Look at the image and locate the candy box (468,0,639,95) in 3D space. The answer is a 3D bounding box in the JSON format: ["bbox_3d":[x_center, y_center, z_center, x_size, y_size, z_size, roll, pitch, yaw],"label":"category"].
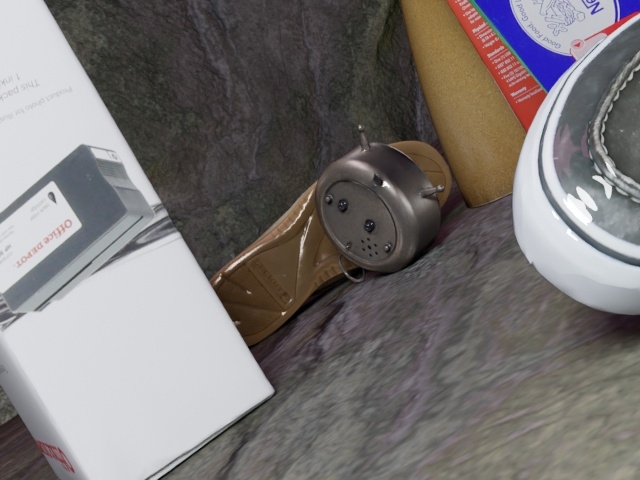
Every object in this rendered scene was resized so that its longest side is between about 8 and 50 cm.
[{"bbox_3d":[0.185,-0.238,0.661,0.122,0.268,0.317,-26,38,33],"label":"candy box"}]

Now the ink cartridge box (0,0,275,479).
[{"bbox_3d":[-0.241,0.013,0.819,0.166,0.395,0.285,-31,4,-23],"label":"ink cartridge box"}]

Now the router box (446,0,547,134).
[{"bbox_3d":[0.275,-0.267,0.938,0.335,0.301,0.082,-34,4,-35],"label":"router box"}]

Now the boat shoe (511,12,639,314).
[{"bbox_3d":[0.215,-0.099,0.408,0.335,0.121,0.119,-37,-18,-23],"label":"boat shoe"}]

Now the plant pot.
[{"bbox_3d":[0.203,-0.204,1.069,0.237,0.254,0.237,-33,5,3],"label":"plant pot"}]

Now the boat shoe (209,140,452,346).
[{"bbox_3d":[0.000,0.000,1.122,0.342,0.123,0.123,-39,6,-8],"label":"boat shoe"}]

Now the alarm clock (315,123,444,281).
[{"bbox_3d":[0.050,-0.018,0.972,0.064,0.129,0.192,-38,-21,-35],"label":"alarm clock"}]
